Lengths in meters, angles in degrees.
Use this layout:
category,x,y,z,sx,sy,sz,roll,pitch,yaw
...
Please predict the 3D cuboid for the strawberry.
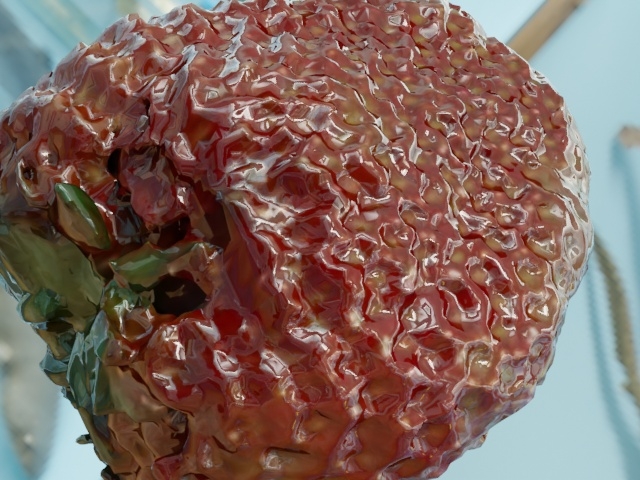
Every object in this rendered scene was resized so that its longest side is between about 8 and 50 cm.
category,x,y,z,sx,sy,sz,roll,pitch,yaw
strawberry,0.000,0.000,1.005,0.312,0.351,0.267,49,-29,24
